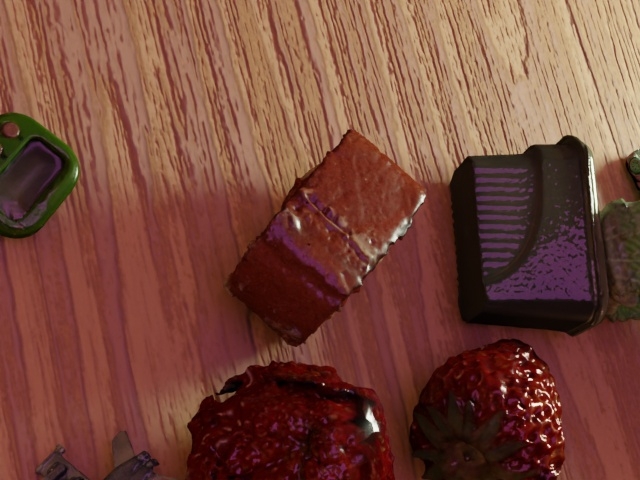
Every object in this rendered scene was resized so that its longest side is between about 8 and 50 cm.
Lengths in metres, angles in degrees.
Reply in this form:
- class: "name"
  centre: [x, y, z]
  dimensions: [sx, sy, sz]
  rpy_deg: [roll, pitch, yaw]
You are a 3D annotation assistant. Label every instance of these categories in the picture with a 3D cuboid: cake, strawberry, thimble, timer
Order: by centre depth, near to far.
- class: "strawberry"
  centre: [-0.025, 0.266, 1.467]
  dimensions: [0.274, 0.220, 0.274]
  rpy_deg: [10, 67, -25]
- class: "timer"
  centre: [-0.366, -0.076, 1.515]
  dimensions: [0.128, 0.047, 0.140]
  rpy_deg: [38, 62, -8]
- class: "cake"
  centre: [0.000, 0.000, 1.589]
  dimensions: [0.151, 0.177, 0.283]
  rpy_deg: [42, 56, -7]
- class: "strawberry"
  centre: [0.235, 0.217, 1.636]
  dimensions: [0.205, 0.205, 0.244]
  rpy_deg: [53, 41, -2]
- class: "thimble"
  centre: [0.471, 0.022, 1.776]
  dimensions: [0.219, 0.219, 0.150]
  rpy_deg: [-2, 74, -25]

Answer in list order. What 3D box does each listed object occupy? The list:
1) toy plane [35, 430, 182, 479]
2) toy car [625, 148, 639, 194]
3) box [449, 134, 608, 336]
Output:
- class: "toy plane"
  centre: [-0.275, 0.335, 1.404]
  dimensions: [0.192, 0.088, 0.262]
  rpy_deg: [35, 62, 20]
- class: "toy car"
  centre: [0.512, -0.075, 1.917]
  dimensions: [0.069, 0.055, 0.142]
  rpy_deg: [-13, 69, -36]
- class: "box"
  centre: [0.283, -0.009, 1.745]
  dimensions: [0.178, 0.138, 0.274]
  rpy_deg: [1, 71, -15]
